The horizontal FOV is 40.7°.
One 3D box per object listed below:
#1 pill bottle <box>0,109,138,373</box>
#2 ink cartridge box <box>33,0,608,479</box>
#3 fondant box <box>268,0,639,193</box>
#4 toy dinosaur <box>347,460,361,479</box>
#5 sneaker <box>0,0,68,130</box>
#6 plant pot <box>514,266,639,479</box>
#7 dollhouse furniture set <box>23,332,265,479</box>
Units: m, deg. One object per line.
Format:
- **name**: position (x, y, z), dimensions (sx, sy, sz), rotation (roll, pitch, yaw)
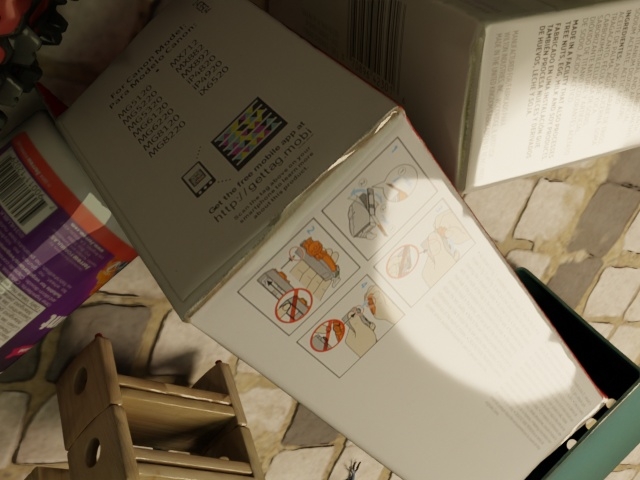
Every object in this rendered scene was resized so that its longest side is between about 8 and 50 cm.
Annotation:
- **pill bottle**: position (-0.207, 0.020, 0.534), dimensions (0.193, 0.108, 0.108), rotation (-40, 134, 0)
- **ink cartridge box**: position (0.000, 0.000, 0.541), dimensions (0.130, 0.272, 0.309), rotation (-44, 135, 0)
- **fondant box**: position (0.160, -0.154, 0.551), dimensions (0.330, 0.238, 0.096), rotation (-14, 126, -24)
- **toy dinosaur**: position (0.029, 0.281, 0.921), dimensions (0.082, 0.047, 0.090), rotation (15, 125, -19)
- **sneaker**: position (-0.180, -0.174, 0.422), dimensions (0.135, 0.098, 0.276), rotation (19, 131, -11)
- **plant pot**: position (0.251, 0.172, 0.901), dimensions (0.165, 0.166, 0.234), rotation (-49, 140, 7)
- **dollhouse furniture set**: position (-0.161, 0.187, 0.684), dimensions (0.129, 0.129, 0.184), rotation (21, 124, -41)
